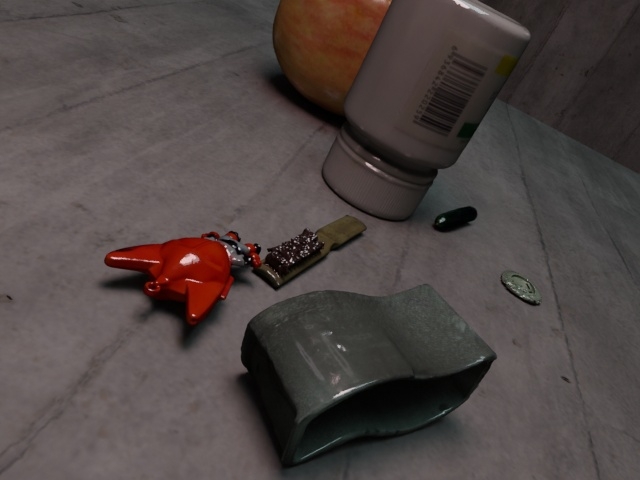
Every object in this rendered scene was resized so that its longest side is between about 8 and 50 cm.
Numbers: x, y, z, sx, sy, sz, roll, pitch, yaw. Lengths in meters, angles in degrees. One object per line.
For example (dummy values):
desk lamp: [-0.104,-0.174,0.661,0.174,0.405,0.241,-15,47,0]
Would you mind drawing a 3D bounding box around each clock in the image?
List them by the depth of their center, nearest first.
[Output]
clock: [0.328,0.074,0.934,0.074,0.010,0.083,31,28,7]

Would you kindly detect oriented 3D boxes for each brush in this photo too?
brush: [0.000,0.000,0.745,0.043,0.036,0.248,40,30,13]

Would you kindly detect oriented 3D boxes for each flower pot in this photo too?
flower pot: [0.043,0.113,0.525,0.229,0.103,0.108,1,38,-38]

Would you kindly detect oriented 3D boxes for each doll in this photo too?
doll: [-0.119,0.022,0.579,0.109,0.057,0.169,32,30,14]

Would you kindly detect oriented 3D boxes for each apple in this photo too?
apple: [0.092,-0.445,1.197,0.346,0.391,0.391,31,28,8]

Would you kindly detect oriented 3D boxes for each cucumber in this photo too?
cucumber: [0.240,-0.040,1.022,0.032,0.032,0.133,42,31,24]

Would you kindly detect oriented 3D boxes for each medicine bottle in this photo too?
medicine bottle: [0.150,-0.216,0.908,0.208,0.340,0.208,21,29,-12]
